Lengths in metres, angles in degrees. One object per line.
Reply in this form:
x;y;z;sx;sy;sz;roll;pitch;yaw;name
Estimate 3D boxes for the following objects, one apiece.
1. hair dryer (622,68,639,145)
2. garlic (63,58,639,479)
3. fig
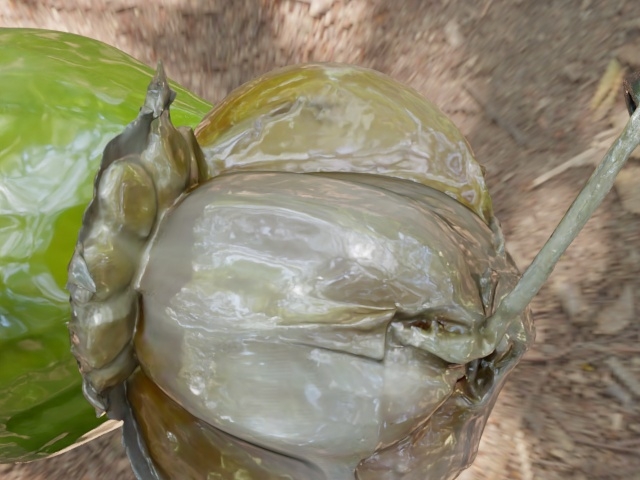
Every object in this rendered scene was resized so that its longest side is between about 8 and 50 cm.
0.263;-0.068;1.204;0.128;0.255;0.070;-17;75;1;hair dryer
0.000;0.000;0.712;0.207;0.257;0.207;15;56;-23;garlic
-0.132;-0.019;0.945;0.314;0.233;0.233;-34;89;13;fig
